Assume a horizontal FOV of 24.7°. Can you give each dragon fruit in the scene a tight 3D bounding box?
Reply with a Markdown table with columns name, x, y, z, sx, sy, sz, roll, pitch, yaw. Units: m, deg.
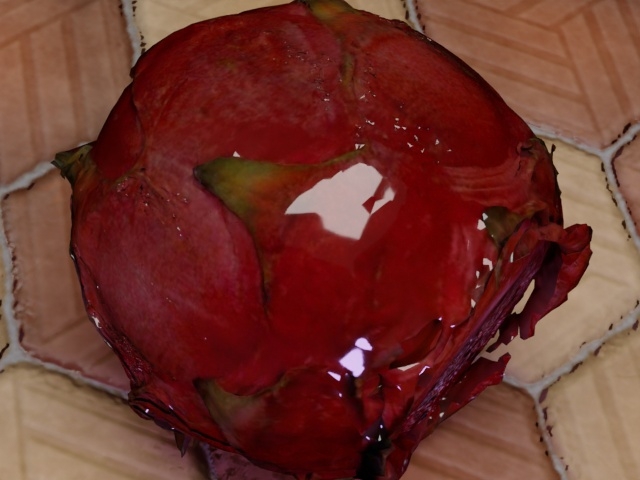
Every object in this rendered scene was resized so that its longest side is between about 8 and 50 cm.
| name | x | y | z | sx | sy | sz | roll | pitch | yaw |
| --- | --- | --- | --- | --- | --- | --- | --- | --- | --- |
| dragon fruit | 0.000 | 0.000 | 0.882 | 0.295 | 0.296 | 0.301 | -36 | 49 | -27 |
